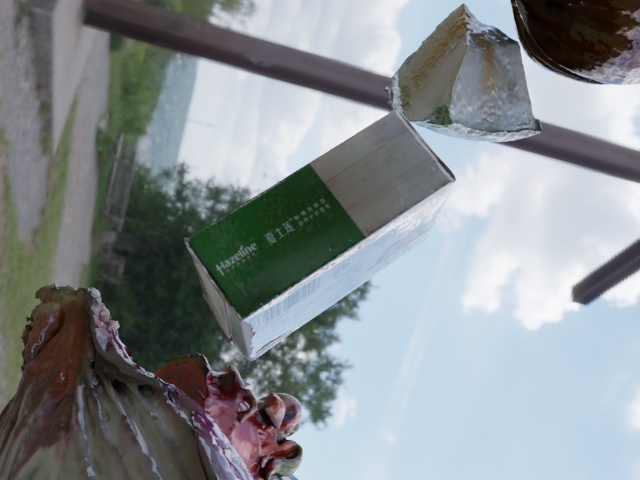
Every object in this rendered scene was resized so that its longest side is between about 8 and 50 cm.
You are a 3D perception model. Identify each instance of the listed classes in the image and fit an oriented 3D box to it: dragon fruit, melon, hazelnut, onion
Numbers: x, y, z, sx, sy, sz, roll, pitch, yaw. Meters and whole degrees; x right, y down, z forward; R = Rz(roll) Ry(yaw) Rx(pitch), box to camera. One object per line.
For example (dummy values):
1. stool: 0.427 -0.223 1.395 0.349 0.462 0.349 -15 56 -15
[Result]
1. dragon fruit: -0.094 0.166 0.682 0.133 0.208 0.150 24 -72 43
2. melon: 0.135 -0.130 0.700 0.093 0.139 0.202 -57 -168 26
3. hazelnut: 0.250 -0.223 0.687 0.204 0.178 0.178 -112 -144 -82
4. onion: -0.117 0.200 0.470 0.159 0.267 0.348 54 29 -49

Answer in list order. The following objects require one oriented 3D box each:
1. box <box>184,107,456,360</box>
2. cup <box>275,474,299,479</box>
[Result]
1. box: 0.000 0.000 0.648 0.081 0.199 0.135 55 -14 16
2. cup: -0.053 0.425 0.865 0.274 0.357 0.259 -48 155 -9
